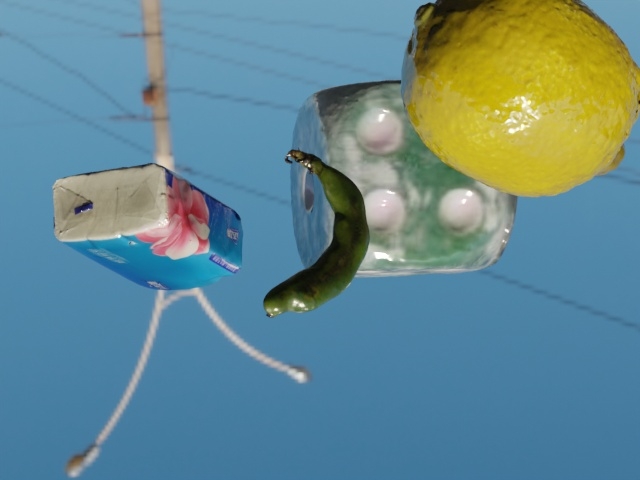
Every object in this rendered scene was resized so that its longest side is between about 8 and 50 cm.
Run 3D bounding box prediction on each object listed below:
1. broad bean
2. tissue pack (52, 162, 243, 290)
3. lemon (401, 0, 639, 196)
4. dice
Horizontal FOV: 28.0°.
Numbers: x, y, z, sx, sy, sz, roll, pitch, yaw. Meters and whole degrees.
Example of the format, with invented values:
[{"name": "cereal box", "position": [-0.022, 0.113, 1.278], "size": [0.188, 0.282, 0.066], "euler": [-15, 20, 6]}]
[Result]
[{"name": "broad bean", "position": [0.000, 0.000, 1.845], "size": [0.144, 0.049, 0.292], "euler": [16, -124, -10]}, {"name": "tissue pack", "position": [-0.267, -0.014, 2.018], "size": [0.209, 0.137, 0.269], "euler": [-5, 162, 21]}, {"name": "lemon", "position": [0.236, -0.178, 1.505], "size": [0.320, 0.245, 0.245], "euler": [31, -164, -20]}, {"name": "dice", "position": [0.140, -0.103, 2.313], "size": [0.348, 0.328, 0.330], "euler": [-1, 176, -13]}]
